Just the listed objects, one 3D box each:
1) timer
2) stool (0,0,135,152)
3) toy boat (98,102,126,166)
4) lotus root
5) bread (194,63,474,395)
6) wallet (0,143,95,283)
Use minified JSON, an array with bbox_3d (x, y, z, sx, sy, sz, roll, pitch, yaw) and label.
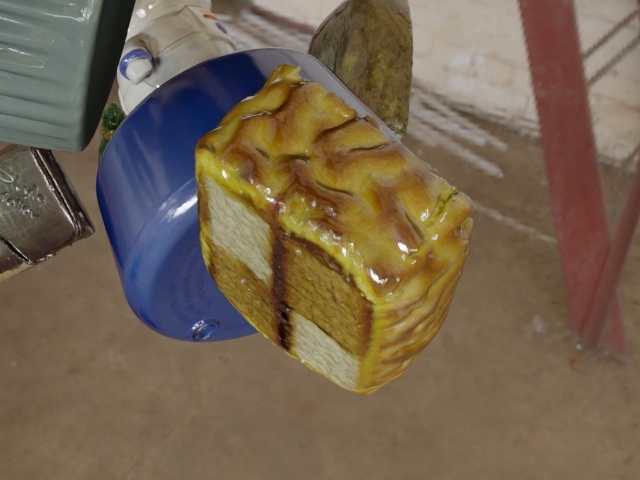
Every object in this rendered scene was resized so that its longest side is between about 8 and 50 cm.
[{"bbox_3d":[-0.117,-0.128,1.101,0.270,0.270,0.383,-13,55,-29],"label":"timer"},{"bbox_3d":[-0.291,-0.218,0.805,0.330,0.297,0.297,13,34,-6],"label":"stool"},{"bbox_3d":[-0.225,-0.073,1.493,0.089,0.229,0.088,-30,29,-13],"label":"toy boat"},{"bbox_3d":[0.055,-0.258,1.766,0.149,0.260,0.267,8,-9,-7],"label":"lotus root"},{"bbox_3d":[0.000,0.000,0.754,0.181,0.222,0.096,39,69,14],"label":"bread"},{"bbox_3d":[-0.345,-0.018,1.255,0.031,0.232,0.122,-31,96,-58],"label":"wallet"}]
